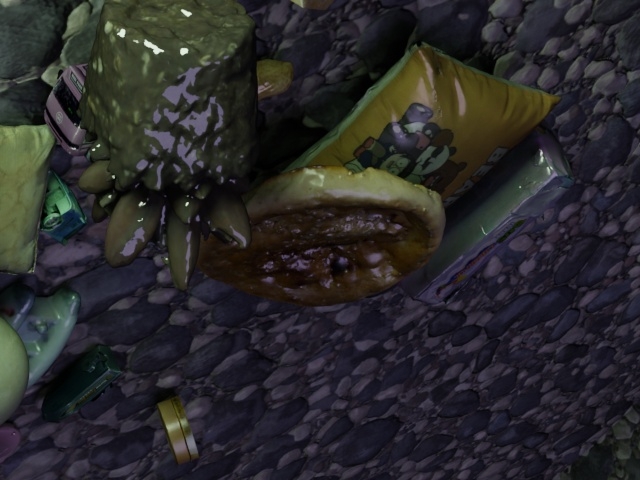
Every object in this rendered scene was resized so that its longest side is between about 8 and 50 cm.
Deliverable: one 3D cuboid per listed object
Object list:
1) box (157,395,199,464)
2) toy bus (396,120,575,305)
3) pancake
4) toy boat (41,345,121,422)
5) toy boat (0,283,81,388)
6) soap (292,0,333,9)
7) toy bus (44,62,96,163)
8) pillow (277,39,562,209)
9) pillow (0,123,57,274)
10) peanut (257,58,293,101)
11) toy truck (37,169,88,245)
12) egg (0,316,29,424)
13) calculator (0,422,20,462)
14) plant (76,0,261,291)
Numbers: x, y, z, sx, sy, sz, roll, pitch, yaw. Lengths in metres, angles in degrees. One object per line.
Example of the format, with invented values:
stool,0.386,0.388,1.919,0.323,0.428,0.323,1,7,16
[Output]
box,-0.221,0.294,2.262,0.037,0.105,0.105,-18,148,-11
toy bus,0.230,-0.045,2.158,0.317,0.138,0.112,-43,150,21
pancake,0.000,-0.002,1.940,0.356,0.065,0.356,-5,153,-3
toy boat,-0.345,0.210,2.073,0.141,0.055,0.060,-39,143,10
toy boat,-0.395,0.143,1.910,0.134,0.079,0.207,7,130,-52
soap,0.020,-0.340,1.504,0.232,0.073,0.140,-52,159,-21
toy bus,-0.213,-0.156,1.636,0.178,0.087,0.098,-14,143,-34
pillow,0.128,-0.127,1.957,0.312,0.119,0.310,14,129,-48
pillow,-0.428,-0.049,1.570,0.302,0.075,0.185,1,110,-40
peanut,-0.082,-0.184,1.753,0.113,0.054,0.054,-27,149,-10
toy truck,-0.362,-0.005,1.734,0.175,0.067,0.081,-34,155,3
egg,-0.466,0.155,1.748,0.253,0.186,0.186,10,129,-49
calculator,-0.507,0.316,2.107,0.166,0.024,0.103,-36,150,3
plant,-0.162,-0.109,1.518,0.182,0.194,0.320,-7,131,-23
